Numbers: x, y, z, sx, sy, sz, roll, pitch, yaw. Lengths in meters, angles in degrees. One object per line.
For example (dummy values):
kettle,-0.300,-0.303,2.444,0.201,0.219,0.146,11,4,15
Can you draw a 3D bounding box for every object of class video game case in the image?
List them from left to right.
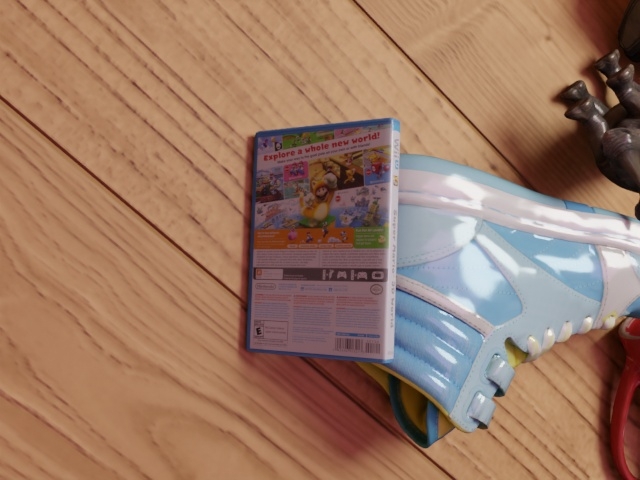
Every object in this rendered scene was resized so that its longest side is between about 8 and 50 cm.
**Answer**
video game case,0.000,0.000,0.550,0.015,0.119,0.166,7,83,-57

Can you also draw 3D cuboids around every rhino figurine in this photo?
rhino figurine,0.256,-0.083,0.627,0.106,0.073,0.243,50,26,-7

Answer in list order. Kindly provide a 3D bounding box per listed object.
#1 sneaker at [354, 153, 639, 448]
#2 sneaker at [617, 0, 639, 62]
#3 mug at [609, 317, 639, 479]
sneaker,0.158,0.072,0.608,0.318,0.127,0.208,15,79,-12
sneaker,0.403,-0.189,0.715,0.275,0.135,0.098,11,55,-10
mug,0.336,0.148,0.688,0.150,0.113,0.169,-29,95,-24
